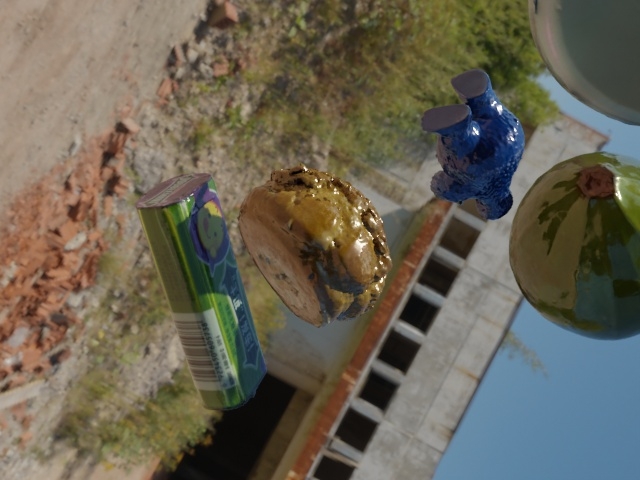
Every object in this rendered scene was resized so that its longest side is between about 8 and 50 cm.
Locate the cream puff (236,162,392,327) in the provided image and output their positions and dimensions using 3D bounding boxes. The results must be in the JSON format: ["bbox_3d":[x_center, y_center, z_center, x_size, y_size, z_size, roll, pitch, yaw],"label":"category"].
[{"bbox_3d":[0.000,0.000,0.738,0.115,0.165,0.150,-39,-147,-24],"label":"cream puff"}]

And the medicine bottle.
[{"bbox_3d":[0.193,-0.151,0.416,0.168,0.135,0.135,-51,172,-48],"label":"medicine bottle"}]

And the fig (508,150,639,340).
[{"bbox_3d":[0.442,-0.005,1.222,0.316,0.316,0.316,-61,179,-1],"label":"fig"}]

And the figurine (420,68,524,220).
[{"bbox_3d":[0.234,-0.113,1.099,0.164,0.121,0.262,-52,140,-2],"label":"figurine"}]

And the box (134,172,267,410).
[{"bbox_3d":[-0.175,0.081,1.164,0.134,0.097,0.345,-55,136,-57],"label":"box"}]
